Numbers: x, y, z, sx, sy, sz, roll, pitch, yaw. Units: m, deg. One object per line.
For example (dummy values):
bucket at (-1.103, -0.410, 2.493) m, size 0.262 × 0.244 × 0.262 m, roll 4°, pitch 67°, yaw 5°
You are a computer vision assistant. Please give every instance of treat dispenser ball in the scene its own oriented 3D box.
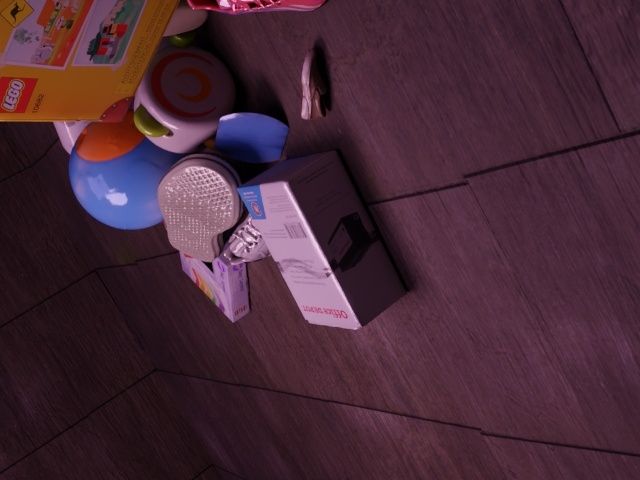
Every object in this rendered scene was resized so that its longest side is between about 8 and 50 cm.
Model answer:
treat dispenser ball at (-0.451, -0.169, 2.123) m, size 0.288 × 0.288 × 0.288 m, roll 42°, pitch 152°, yaw 29°

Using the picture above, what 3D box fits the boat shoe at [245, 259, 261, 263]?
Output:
boat shoe at (-0.160, 0.033, 2.118) m, size 0.042 × 0.049 × 0.133 m, roll 62°, pitch 152°, yaw 8°

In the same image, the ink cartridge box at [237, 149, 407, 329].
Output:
ink cartridge box at (0.000, 0.000, 1.688) m, size 0.223 × 0.129 × 0.307 m, roll -1°, pitch 119°, yaw 62°

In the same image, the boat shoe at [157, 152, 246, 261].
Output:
boat shoe at (-0.248, -0.095, 1.960) m, size 0.186 × 0.156 × 0.500 m, roll 25°, pitch 160°, yaw -1°

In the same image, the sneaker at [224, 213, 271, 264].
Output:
sneaker at (-0.125, -0.015, 1.903) m, size 0.111 × 0.129 × 0.297 m, roll 54°, pitch 154°, yaw 11°

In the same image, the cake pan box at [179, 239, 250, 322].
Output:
cake pan box at (-0.287, 0.056, 2.363) m, size 0.246 × 0.070 × 0.267 m, roll 41°, pitch 151°, yaw 27°

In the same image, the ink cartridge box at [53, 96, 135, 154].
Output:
ink cartridge box at (-0.577, -0.368, 2.212) m, size 0.117 × 0.207 × 0.283 m, roll 36°, pitch 148°, yaw 40°

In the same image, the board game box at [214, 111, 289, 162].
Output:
board game box at (-0.135, -0.212, 1.739) m, size 0.169 × 0.133 × 0.033 m, roll 114°, pitch 162°, yaw -59°

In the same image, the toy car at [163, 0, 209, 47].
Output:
toy car at (-0.309, -0.481, 1.686) m, size 0.188 × 0.149 × 0.155 m, roll 62°, pitch 147°, yaw 18°

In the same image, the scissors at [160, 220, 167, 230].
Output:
scissors at (-0.469, -0.143, 2.520) m, size 0.109 × 0.021 × 0.297 m, roll 38°, pitch 149°, yaw 40°

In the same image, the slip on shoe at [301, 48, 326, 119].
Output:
slip on shoe at (-0.009, -0.261, 1.501) m, size 0.041 × 0.051 × 0.135 m, roll 9°, pitch 132°, yaw 6°

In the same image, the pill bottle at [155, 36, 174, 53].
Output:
pill bottle at (-0.386, -0.423, 1.871) m, size 0.264 × 0.146 × 0.146 m, roll 4°, pitch 123°, yaw 60°

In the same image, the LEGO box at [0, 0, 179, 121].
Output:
LEGO box at (-0.402, -0.432, 1.368) m, size 0.193 × 0.372 × 0.500 m, roll 46°, pitch 119°, yaw 23°

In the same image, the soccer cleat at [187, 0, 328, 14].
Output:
soccer cleat at (-0.098, -0.398, 1.403) m, size 0.318 × 0.116 × 0.109 m, roll 21°, pitch 138°, yaw 53°

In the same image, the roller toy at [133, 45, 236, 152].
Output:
roller toy at (-0.271, -0.279, 1.783) m, size 0.146 × 0.209 × 0.191 m, roll 131°, pitch 137°, yaw -64°
